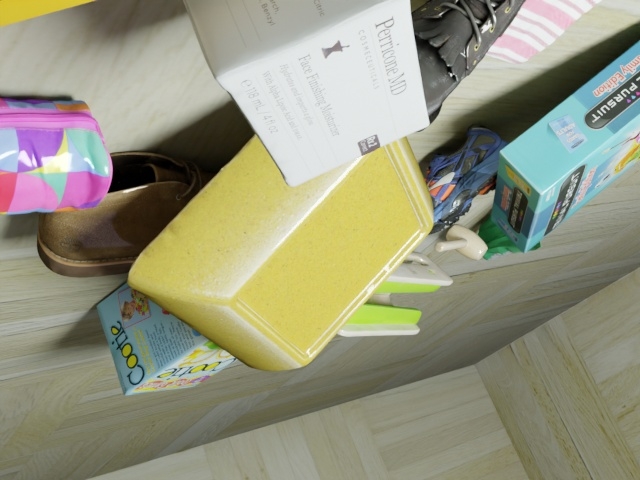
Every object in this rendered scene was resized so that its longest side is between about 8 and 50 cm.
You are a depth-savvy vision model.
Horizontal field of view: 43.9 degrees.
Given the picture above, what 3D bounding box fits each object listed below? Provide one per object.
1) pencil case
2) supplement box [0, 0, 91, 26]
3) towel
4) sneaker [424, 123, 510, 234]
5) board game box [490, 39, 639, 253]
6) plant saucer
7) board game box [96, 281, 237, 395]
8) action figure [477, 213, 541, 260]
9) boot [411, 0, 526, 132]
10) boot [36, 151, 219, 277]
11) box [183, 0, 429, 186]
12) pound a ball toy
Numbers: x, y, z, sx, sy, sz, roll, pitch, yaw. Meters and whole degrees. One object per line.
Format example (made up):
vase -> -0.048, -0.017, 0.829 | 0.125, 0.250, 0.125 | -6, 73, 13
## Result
pencil case -> -0.284, -0.066, 0.619 | 0.236, 0.104, 0.104 | -6, 155, -43
supplement box -> -0.103, -0.226, 0.350 | 0.191, 0.129, 0.194 | -19, 160, -10
towel -> 0.241, -0.252, 0.824 | 0.144, 0.029, 0.197 | -1, 151, -46
sneaker -> 0.178, -0.077, 1.119 | 0.221, 0.087, 0.083 | -40, 161, 26
board game box -> 0.387, -0.146, 1.067 | 0.336, 0.079, 0.254 | -39, 161, -3
plant saucer -> 0.000, 0.000, 0.874 | 0.333, 0.081, 0.333 | -48, 150, -5
board game box -> -0.154, 0.089, 1.098 | 0.275, 0.144, 0.142 | -34, 158, 28
action figure -> 0.340, -0.018, 1.437 | 0.063, 0.137, 0.232 | 10, 160, -16
boot -> 0.149, -0.218, 0.645 | 0.229, 0.091, 0.263 | -42, -173, 45
boot -> -0.142, -0.039, 0.850 | 0.305, 0.112, 0.115 | -11, 147, -27
box -> -0.019, -0.161, 0.535 | 0.119, 0.182, 0.181 | -24, 161, 4
pound a ball toy -> 0.129, 0.044, 1.373 | 0.319, 0.135, 0.208 | 7, 120, -55
